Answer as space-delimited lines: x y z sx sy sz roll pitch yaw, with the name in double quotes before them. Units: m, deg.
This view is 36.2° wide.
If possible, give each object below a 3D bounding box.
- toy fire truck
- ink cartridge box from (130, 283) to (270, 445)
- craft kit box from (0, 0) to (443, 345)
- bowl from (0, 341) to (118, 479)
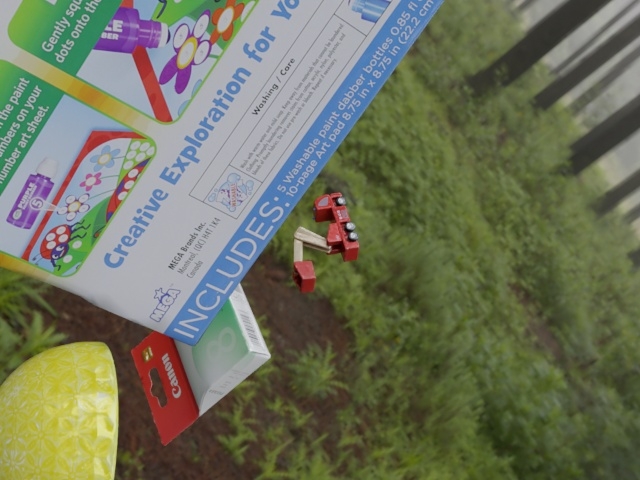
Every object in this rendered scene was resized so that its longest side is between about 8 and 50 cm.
"toy fire truck" 0.000 0.000 1.833 0.135 0.047 0.192 -9 54 -12
"ink cartridge box" -0.190 0.156 1.402 0.056 0.225 0.181 30 27 -50
"craft kit box" -0.087 -0.105 0.369 0.247 0.250 0.061 27 17 -34
"bowl" -0.367 0.264 1.243 0.156 0.289 0.289 8 44 -24
